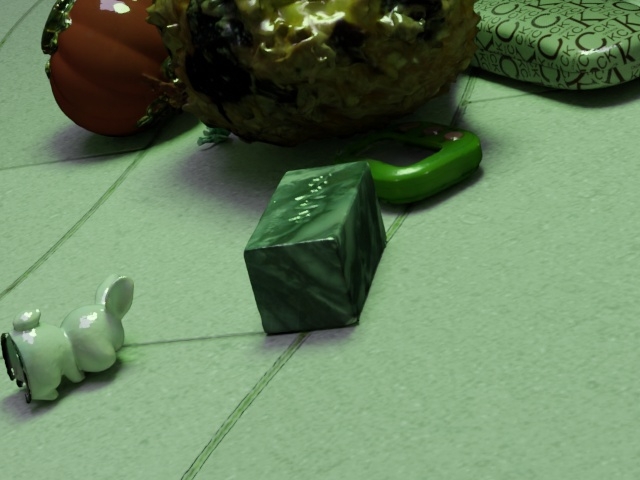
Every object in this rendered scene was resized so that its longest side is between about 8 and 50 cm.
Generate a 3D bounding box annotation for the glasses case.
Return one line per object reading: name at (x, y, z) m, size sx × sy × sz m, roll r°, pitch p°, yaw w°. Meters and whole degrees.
glasses case at (0.258, -0.240, 1.733) m, size 0.137 × 0.085 × 0.354 m, roll -26°, pitch 26°, yaw -21°

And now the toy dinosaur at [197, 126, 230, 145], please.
toy dinosaur at (-0.115, -0.128, 1.789) m, size 0.062 × 0.021 × 0.083 m, roll -17°, pitch 19°, yaw -38°

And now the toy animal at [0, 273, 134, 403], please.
toy animal at (-0.216, 0.087, 1.320) m, size 0.124 × 0.085 × 0.071 m, roll -18°, pitch 6°, yaw -21°

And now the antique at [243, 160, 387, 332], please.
antique at (0.000, 0.000, 1.360) m, size 0.088 × 0.086 × 0.183 m, roll -7°, pitch 25°, yaw 16°

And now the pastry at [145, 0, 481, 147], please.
pastry at (-0.015, -0.247, 1.639) m, size 0.337 × 0.292 × 0.405 m, roll -21°, pitch 9°, yaw 1°

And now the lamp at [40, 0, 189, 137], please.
lamp at (-0.238, -0.234, 1.869) m, size 0.226 × 0.227 × 0.227 m, roll -13°, pitch 24°, yaw 6°

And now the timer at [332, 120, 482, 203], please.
timer at (0.089, -0.081, 1.533) m, size 0.128 × 0.047 × 0.140 m, roll -27°, pitch 26°, yaw -29°
